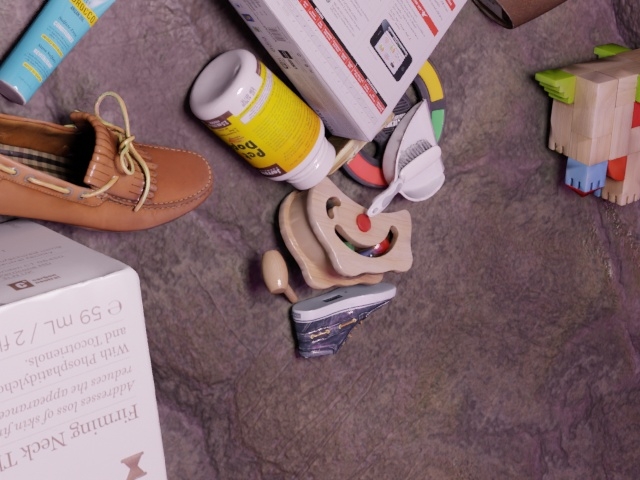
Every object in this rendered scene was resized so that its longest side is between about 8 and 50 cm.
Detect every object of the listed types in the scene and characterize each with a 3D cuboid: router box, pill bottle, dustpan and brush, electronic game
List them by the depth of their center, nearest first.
[{"bbox_3d":[0.043,-0.358,1.890,0.301,0.082,0.335,-56,132,-18],"label":"router box"},{"bbox_3d":[-0.076,-0.164,1.903,0.215,0.117,0.117,40,76,-35],"label":"pill bottle"},{"bbox_3d":[0.126,-0.102,2.048,0.211,0.060,0.147,-38,128,-28],"label":"dustpan and brush"},{"bbox_3d":[0.104,-0.192,2.075,0.229,0.048,0.229,-9,106,-35],"label":"electronic game"}]

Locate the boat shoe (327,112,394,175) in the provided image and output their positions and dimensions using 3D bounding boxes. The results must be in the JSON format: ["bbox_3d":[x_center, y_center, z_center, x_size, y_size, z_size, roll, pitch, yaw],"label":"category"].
[{"bbox_3d":[0.051,-0.148,1.998,0.153,0.056,0.048,-52,122,-18],"label":"boat shoe"}]

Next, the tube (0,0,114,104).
[{"bbox_3d":[-0.340,-0.267,1.731,0.207,0.052,0.080,-57,136,-20],"label":"tube"}]

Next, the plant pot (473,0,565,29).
[{"bbox_3d":[0.341,-0.450,2.113,0.230,0.215,0.215,-46,124,-3],"label":"plant pot"}]

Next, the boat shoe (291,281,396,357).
[{"bbox_3d":[0.037,0.121,2.092,0.183,0.065,0.083,-15,112,-28],"label":"boat shoe"}]

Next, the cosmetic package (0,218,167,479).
[{"bbox_3d":[-0.406,0.221,1.614,0.329,0.327,0.394,-18,112,-33],"label":"cosmetic package"}]

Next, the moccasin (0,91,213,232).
[{"bbox_3d":[-0.303,-0.103,1.725,0.380,0.139,0.147,10,135,-31],"label":"moccasin"}]

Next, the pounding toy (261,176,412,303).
[{"bbox_3d":[0.000,0.000,2.029,0.269,0.155,0.154,-3,74,-46],"label":"pounding toy"}]

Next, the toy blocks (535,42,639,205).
[{"bbox_3d":[0.529,-0.186,2.333,0.381,0.190,0.261,-16,121,-34],"label":"toy blocks"}]
